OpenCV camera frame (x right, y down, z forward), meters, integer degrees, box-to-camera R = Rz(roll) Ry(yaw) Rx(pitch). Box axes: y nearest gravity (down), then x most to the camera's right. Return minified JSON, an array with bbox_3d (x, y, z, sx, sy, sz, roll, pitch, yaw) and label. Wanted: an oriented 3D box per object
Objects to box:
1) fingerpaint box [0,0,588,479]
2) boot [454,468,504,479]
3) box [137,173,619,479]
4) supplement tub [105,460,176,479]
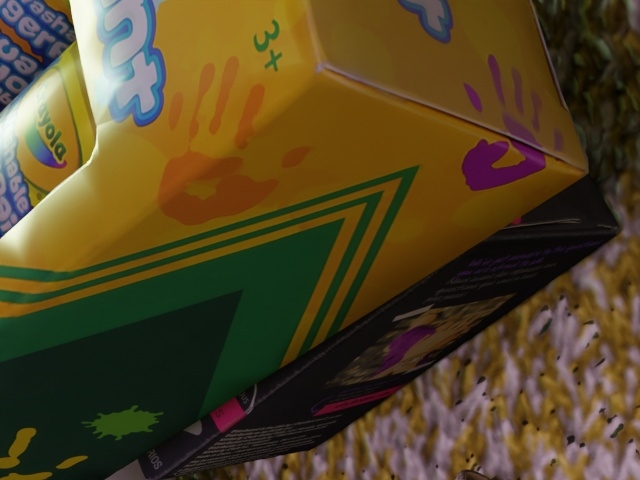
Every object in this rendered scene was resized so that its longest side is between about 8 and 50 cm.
[{"bbox_3d":[-0.108,-0.149,0.733,0.371,0.163,0.444,-34,55,36],"label":"fingerpaint box"},{"bbox_3d":[0.040,0.187,0.843,0.213,0.077,0.165,43,118,24],"label":"boot"},{"bbox_3d":[0.000,0.000,0.823,0.270,0.143,0.165,-40,67,33],"label":"box"},{"bbox_3d":[-0.230,0.173,0.962,0.228,0.228,0.316,41,116,30],"label":"supplement tub"}]
